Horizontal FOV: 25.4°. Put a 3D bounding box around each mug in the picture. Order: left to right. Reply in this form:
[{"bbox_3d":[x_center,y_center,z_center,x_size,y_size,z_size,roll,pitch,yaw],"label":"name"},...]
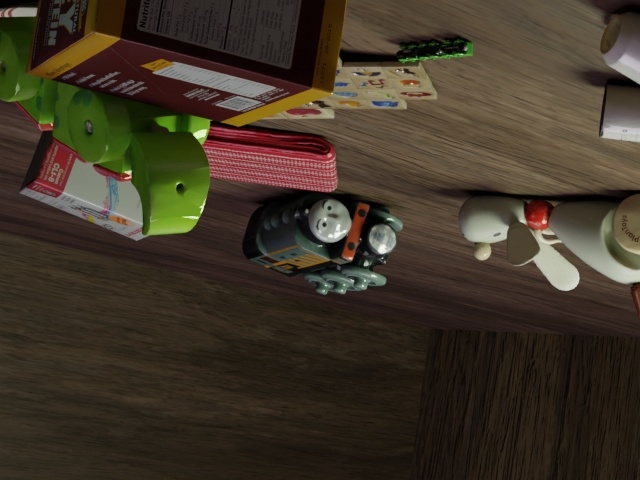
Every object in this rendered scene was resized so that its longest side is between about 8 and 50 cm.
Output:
[{"bbox_3d":[0.267,-0.158,1.188,0.064,0.062,0.078,19,163,-14],"label":"mug"}]

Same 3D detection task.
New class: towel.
[{"bbox_3d":[-0.075,-0.112,1.950,0.198,0.031,0.275,8,172,3],"label":"towel"}]

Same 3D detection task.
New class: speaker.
[{"bbox_3d":[0.344,-0.119,1.387,0.136,0.055,0.055,7,172,9],"label":"speaker"}]

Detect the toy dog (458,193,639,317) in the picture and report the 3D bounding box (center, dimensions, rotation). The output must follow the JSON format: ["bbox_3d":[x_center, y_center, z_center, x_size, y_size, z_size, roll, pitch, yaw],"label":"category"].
[{"bbox_3d":[0.359,0.023,1.984,0.220,0.161,0.333,15,169,-40],"label":"toy dog"}]

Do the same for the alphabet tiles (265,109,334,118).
[{"bbox_3d":[-0.118,-0.177,1.526,0.285,0.011,0.342,0,170,19],"label":"alphabet tiles"}]

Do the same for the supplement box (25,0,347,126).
[{"bbox_3d":[-0.107,-0.185,1.125,0.194,0.129,0.191,12,171,-25],"label":"supplement box"}]

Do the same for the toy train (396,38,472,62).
[{"bbox_3d":[0.109,-0.179,1.346,0.083,0.017,0.023,1,179,43],"label":"toy train"}]

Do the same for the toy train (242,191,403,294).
[{"bbox_3d":[0.000,0.000,2.321,0.190,0.142,0.334,21,168,-18],"label":"toy train"}]

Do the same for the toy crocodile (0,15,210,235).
[{"bbox_3d":[-0.209,-0.120,1.288,0.115,0.105,0.340,-13,-143,-41],"label":"toy crocodile"}]

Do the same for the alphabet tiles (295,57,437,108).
[{"bbox_3d":[-0.003,-0.167,1.485,0.237,0.009,0.198,1,170,14],"label":"alphabet tiles"}]

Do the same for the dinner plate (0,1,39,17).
[{"bbox_3d":[-0.263,-0.219,1.441,0.141,0.017,0.141,8,173,1],"label":"dinner plate"}]

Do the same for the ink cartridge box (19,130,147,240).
[{"bbox_3d":[-0.281,-0.092,1.850,0.176,0.127,0.128,22,167,-18],"label":"ink cartridge box"}]
